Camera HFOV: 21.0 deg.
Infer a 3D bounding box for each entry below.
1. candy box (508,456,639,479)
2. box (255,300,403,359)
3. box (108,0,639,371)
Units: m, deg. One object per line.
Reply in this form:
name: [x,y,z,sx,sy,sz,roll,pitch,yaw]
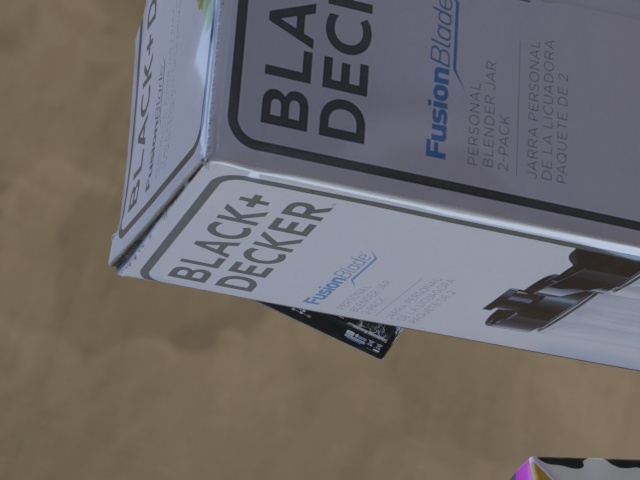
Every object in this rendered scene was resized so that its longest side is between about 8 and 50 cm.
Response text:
candy box: [0.207,0.191,0.843,0.233,0.071,0.159,3,-123,-19]
box: [0.000,0.000,0.614,0.083,0.067,0.018,25,-140,-5]
box: [0.095,-0.052,0.501,0.290,0.087,0.169,12,-112,-17]
